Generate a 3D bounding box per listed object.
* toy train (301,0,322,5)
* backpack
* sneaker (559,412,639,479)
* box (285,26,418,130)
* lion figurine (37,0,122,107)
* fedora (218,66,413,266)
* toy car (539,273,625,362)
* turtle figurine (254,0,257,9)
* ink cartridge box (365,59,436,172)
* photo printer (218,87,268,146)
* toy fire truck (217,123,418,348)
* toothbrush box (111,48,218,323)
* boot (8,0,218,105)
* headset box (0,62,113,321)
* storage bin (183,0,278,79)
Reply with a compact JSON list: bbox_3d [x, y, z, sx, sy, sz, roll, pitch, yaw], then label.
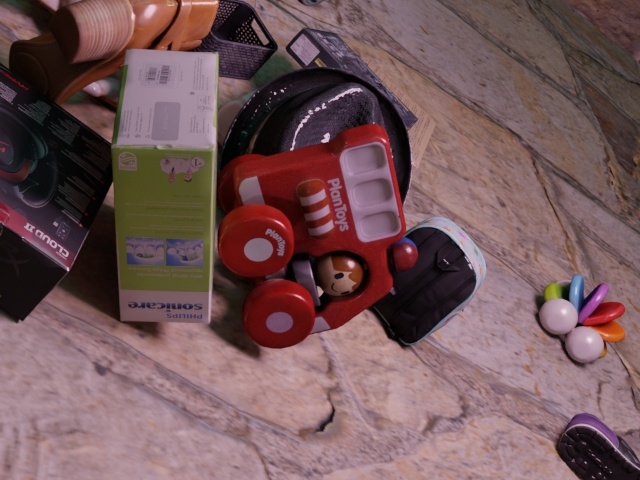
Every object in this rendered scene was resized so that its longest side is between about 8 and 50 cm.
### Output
[{"bbox_3d":[-0.048,-0.612,2.350,0.334,0.190,0.142,5,49,-50],"label":"toy train"},{"bbox_3d":[0.175,0.056,1.842,0.166,0.188,0.144,51,30,8],"label":"backpack"},{"bbox_3d":[0.547,0.416,1.986,0.283,0.107,0.124,50,24,4],"label":"sneaker"},{"bbox_3d":[0.059,-0.279,2.020,0.232,0.059,0.183,48,19,8],"label":"box"},{"bbox_3d":[-0.327,-0.306,1.702,0.240,0.142,0.392,16,52,-77],"label":"lion figurine"},{"bbox_3d":[0.006,-0.125,1.710,0.334,0.152,0.334,2,79,-11],"label":"fedora"},{"bbox_3d":[0.533,0.144,2.253,0.182,0.136,0.159,48,30,1],"label":"toy car"},{"bbox_3d":[-0.174,-0.557,2.182,0.118,0.175,0.234,-25,114,-78],"label":"turtle figurine"},{"bbox_3d":[0.116,-0.226,2.206,0.193,0.088,0.234,41,31,-8],"label":"ink cartridge box"},{"bbox_3d":[-0.018,-0.163,1.935,0.256,0.107,0.307,49,30,3],"label":"photo printer"},{"bbox_3d":[0.000,0.000,1.549,0.169,0.254,0.302,-97,173,-56],"label":"toy fire truck"},{"bbox_3d":[-0.189,-0.066,1.408,0.122,0.283,0.206,1,43,-4],"label":"toothbrush box"},{"bbox_3d":[-0.280,-0.258,1.496,0.220,0.283,0.109,-21,81,-38],"label":"boot"},{"bbox_3d":[-0.381,-0.060,1.338,0.218,0.110,0.293,36,31,-18],"label":"headset box"},{"bbox_3d":[-0.178,-0.361,1.991,0.180,0.084,0.122,-4,57,-53],"label":"storage bin"}]
